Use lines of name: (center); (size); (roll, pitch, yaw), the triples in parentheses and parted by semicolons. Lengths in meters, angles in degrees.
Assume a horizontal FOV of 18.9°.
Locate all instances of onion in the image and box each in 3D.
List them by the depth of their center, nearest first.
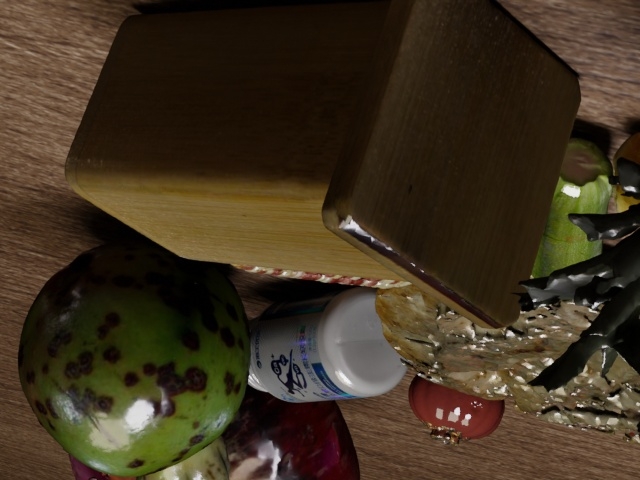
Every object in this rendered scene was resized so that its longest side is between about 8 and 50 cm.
onion: (-0.106, 0.228, 2.165); (0.348, 0.285, 0.347); (11, 119, 20)

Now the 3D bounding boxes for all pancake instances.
pancake: (0.244, 0.098, 1.725); (0.382, 0.071, 0.382); (14, 159, 6)

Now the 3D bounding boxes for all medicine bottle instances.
medicine bottle: (-0.002, 0.106, 1.901); (0.107, 0.107, 0.191); (27, 159, -29)

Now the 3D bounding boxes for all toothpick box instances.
toothpick box: (-0.010, -0.066, 1.320); (0.308, 0.190, 0.187); (3, 159, 44)

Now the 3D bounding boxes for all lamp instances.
lamp: (0.140, 0.165, 1.975); (0.101, 0.090, 0.101); (18, 164, 6)

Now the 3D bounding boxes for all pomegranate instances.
pomegranate: (-0.171, 0.152, 1.878); (0.242, 0.306, 0.242); (-11, -165, 3)

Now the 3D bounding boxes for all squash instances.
squash: (0.187, -0.018, 1.456); (0.066, 0.066, 0.229); (14, 162, 8)

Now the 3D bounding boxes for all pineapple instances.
pineapple: (0.242, -0.021, 1.099); (0.165, 0.165, 0.364); (19, 138, -8)

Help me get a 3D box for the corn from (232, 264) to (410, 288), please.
corn: (0.000, 0.000, 1.556); (0.079, 0.079, 0.237); (-1, 176, 43)

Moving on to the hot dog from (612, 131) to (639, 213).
hot dog: (0.340, -0.012, 1.328); (0.286, 0.088, 0.061); (20, 161, 9)
